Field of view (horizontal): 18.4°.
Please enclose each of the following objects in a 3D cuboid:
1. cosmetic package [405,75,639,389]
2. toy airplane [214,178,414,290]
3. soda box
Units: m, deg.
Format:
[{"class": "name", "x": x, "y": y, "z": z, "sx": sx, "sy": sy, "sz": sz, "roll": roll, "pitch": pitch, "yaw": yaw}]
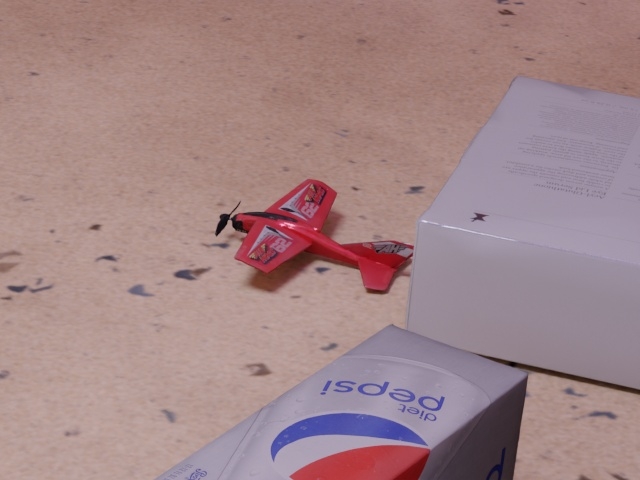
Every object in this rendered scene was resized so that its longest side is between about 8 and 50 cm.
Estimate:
[{"class": "cosmetic package", "x": 0.275, "y": 0.007, "z": 1.328, "sx": 0.377, "sy": 0.097, "sz": 0.284, "roll": 12, "pitch": 25, "yaw": 15}, {"class": "toy airplane", "x": 0.000, "y": 0.000, "z": 1.375, "sx": 0.151, "sy": 0.028, "sz": 0.151, "roll": 4, "pitch": 26, "yaw": -2}, {"class": "soda box", "x": -0.005, "y": 0.142, "z": 0.983, "sx": 0.091, "sy": 0.098, "sz": 0.286, "roll": 19, "pitch": 28, "yaw": 28}]
